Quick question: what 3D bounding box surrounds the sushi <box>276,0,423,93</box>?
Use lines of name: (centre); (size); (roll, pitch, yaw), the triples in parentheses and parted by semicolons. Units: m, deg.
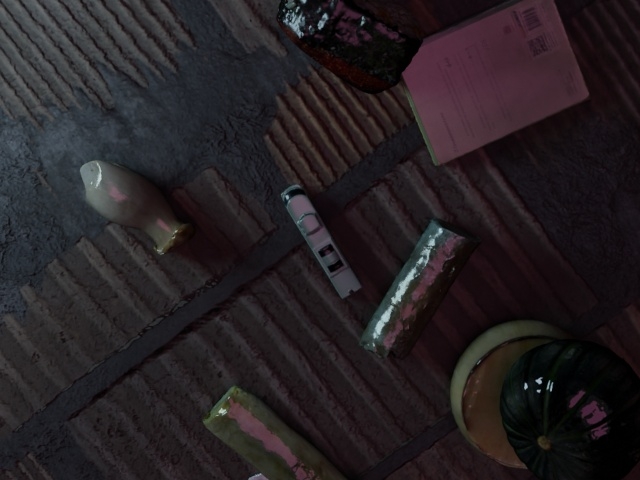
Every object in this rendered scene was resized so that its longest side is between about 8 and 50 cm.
sushi: (0.048, -0.337, 1.827); (0.225, 0.136, 0.126); (36, 120, -10)

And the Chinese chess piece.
Chinese chess piece: (0.351, 0.262, 1.994); (0.257, 0.104, 0.257); (-1, 101, -3)

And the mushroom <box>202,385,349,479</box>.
mushroom: (-0.058, 0.374, 2.008); (0.312, 0.081, 0.100); (40, 94, -6)

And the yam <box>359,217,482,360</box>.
yam: (0.164, 0.086, 1.953); (0.093, 0.093, 0.259); (29, 99, -9)

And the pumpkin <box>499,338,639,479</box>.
pumpkin: (0.408, 0.275, 1.855); (0.250, 0.216, 0.249); (8, 106, 28)

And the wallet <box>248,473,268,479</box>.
wallet: (-0.092, 0.446, 2.053); (0.044, 0.011, 0.083); (-25, 103, 2)

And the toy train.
toy train: (0.000, 0.000, 1.946); (0.043, 0.047, 0.207); (-31, 104, 2)

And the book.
book: (0.282, -0.271, 1.916); (0.283, 0.025, 0.214); (-22, 101, 1)

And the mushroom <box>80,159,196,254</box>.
mushroom: (-0.302, -0.055, 1.894); (0.212, 0.088, 0.097); (39, 107, -17)
